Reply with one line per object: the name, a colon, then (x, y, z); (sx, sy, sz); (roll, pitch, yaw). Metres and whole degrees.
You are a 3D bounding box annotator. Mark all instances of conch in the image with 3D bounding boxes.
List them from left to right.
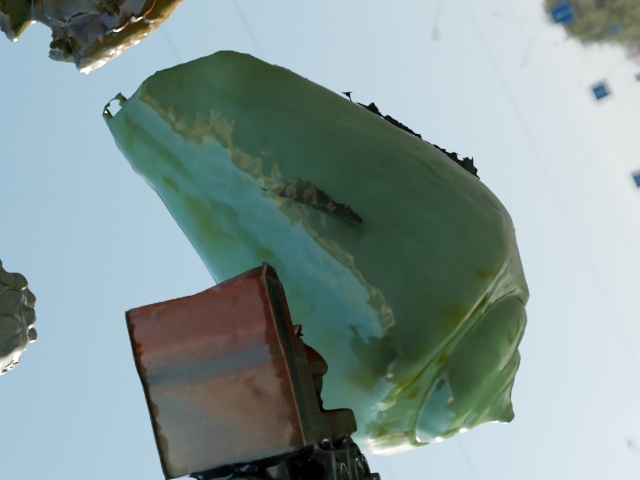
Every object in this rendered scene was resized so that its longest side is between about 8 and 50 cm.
conch: (0.016, -0.003, 0.809); (0.250, 0.143, 0.137); (57, -167, 17)

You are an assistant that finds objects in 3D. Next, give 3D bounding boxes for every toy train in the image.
toy train: (-0.020, 0.076, 0.628); (0.176, 0.074, 0.118); (24, -128, -80)

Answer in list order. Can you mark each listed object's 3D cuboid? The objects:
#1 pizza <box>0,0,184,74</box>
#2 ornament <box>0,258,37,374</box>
pizza: (-0.136, -0.203, 0.797); (0.069, 0.147, 0.226); (-87, -27, -71)
ornament: (-0.349, -0.007, 1.437); (0.285, 0.120, 0.130); (68, -166, 12)
